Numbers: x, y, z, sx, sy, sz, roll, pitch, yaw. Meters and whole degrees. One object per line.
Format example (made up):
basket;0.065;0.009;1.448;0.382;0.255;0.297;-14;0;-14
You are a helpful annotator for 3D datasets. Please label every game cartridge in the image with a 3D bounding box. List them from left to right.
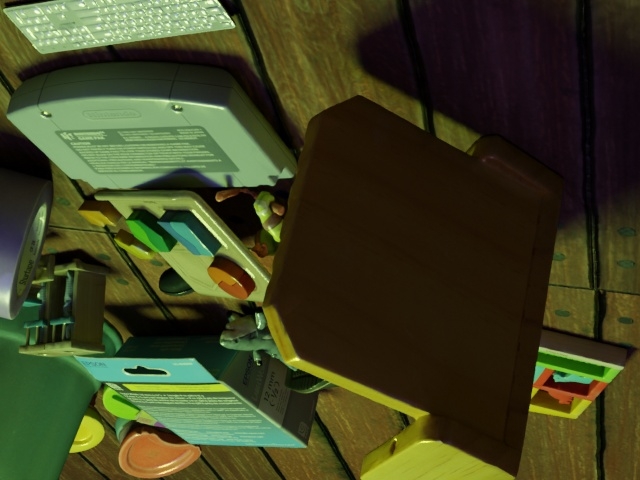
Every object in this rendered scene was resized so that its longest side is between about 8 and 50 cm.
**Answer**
game cartridge;-0.196;-0.128;1.525;0.297;0.062;0.198;1;148;26

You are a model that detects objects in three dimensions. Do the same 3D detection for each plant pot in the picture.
plant pot;-0.535;0.279;2.216;0.341;0.334;0.341;11;156;5

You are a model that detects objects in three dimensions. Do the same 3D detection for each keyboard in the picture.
keyboard;-0.208;-0.228;1.366;0.256;0.014;0.072;-2;151;30

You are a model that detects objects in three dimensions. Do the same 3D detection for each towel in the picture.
towel;-0.284;0.313;2.406;0.083;0.009;0.060;18;131;-29

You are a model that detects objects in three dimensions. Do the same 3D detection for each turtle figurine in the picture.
turtle figurine;0.000;0.000;1.617;0.217;0.087;0.269;1;163;23

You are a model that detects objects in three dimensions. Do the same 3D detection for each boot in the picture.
boot;-0.193;0.036;1.874;0.121;0.045;0.099;-6;150;26
boot;0.049;0.214;2.094;0.137;0.077;0.198;24;155;-32

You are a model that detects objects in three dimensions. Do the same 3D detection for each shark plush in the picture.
shark plush;-0.096;0.161;2.056;0.073;0.067;0.161;-1;151;29

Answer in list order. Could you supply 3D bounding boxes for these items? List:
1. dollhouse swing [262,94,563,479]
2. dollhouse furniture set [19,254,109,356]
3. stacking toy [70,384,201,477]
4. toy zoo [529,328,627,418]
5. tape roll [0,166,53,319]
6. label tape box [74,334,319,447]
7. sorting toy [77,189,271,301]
dollhouse swing;0.069;0.067;1.443;0.305;0.347;0.315;18;155;-11
dollhouse furniture set;-0.423;0.094;1.956;0.129;0.129;0.183;-9;164;40
stacking toy;-0.338;0.298;2.484;0.279;0.130;0.309;-38;132;27
toy zoo;0.312;0.198;1.970;0.192;0.030;0.293;13;155;1
tape roll;-0.413;0.003;1.744;0.080;0.189;0.189;14;155;-4
label tape box;-0.196;0.224;2.194;0.249;0.115;0.348;-3;147;32
sorting toy;-0.186;0.012;1.709;0.229;0.041;0.307;45;156;-30
